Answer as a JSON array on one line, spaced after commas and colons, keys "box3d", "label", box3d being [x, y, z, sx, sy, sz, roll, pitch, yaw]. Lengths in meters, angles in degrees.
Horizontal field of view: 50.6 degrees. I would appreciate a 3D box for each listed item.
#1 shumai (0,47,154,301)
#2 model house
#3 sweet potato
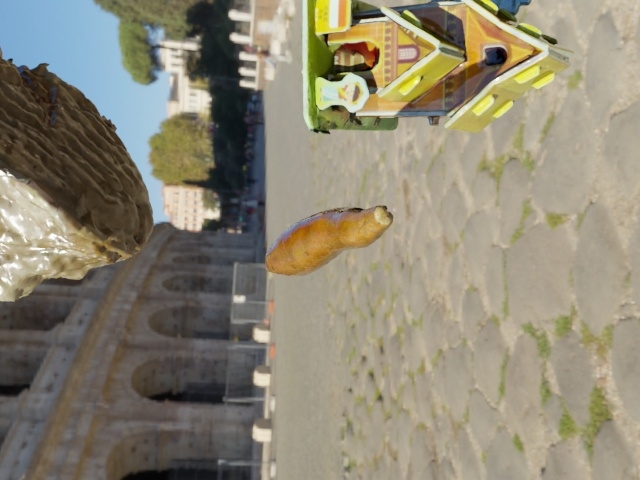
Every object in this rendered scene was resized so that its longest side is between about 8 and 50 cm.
[{"box3d": [-0.401, -0.054, 0.851, 0.283, 0.346, 0.217, -39, 33, 29], "label": "shumai"}, {"box3d": [0.179, -0.323, 0.973, 0.300, 0.323, 0.340, -13, -74, -59], "label": "model house"}, {"box3d": [-0.001, -0.001, 0.687, 0.264, 0.057, 0.057, 150, 125, -60], "label": "sweet potato"}]
